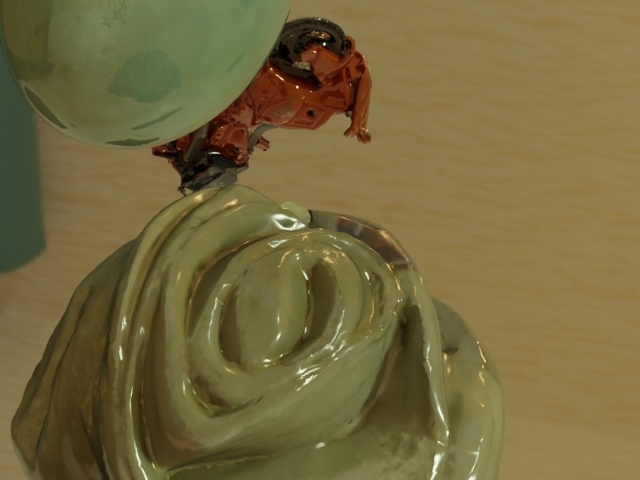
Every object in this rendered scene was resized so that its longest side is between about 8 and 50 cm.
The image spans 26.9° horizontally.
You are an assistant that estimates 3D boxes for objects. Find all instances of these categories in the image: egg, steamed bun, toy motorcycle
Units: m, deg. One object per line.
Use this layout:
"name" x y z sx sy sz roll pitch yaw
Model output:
"egg" -0.161 -0.261 1.294 0.276 0.276 0.389 72 33 -56
"steamed bun" -0.031 0.110 0.981 0.342 0.367 0.255 -41 157 -46
"toy motorcycle" -0.059 -0.169 1.718 0.221 0.325 0.148 27 45 -42

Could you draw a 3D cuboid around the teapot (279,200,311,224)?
"teapot" 0.000 0.000 1.141 0.067 0.083 0.057 -45 140 -38
